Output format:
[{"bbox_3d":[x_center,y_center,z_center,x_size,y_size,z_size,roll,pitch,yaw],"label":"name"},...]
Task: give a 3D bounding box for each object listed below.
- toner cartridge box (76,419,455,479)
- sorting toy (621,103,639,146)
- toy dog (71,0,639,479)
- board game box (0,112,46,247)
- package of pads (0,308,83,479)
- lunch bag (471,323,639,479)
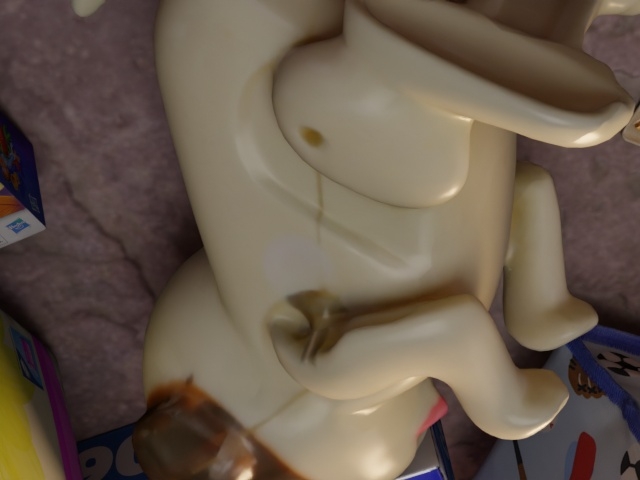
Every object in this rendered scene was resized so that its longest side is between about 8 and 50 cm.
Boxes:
[{"bbox_3d":[-0.074,0.197,1.186,0.347,0.165,0.075,-19,124,6],"label":"toner cartridge box"},{"bbox_3d":[0.271,-0.086,1.127,0.083,0.012,0.062,18,119,-17],"label":"sorting toy"},{"bbox_3d":[0.000,0.000,1.001,0.395,0.284,0.408,15,121,0],"label":"toy dog"},{"bbox_3d":[-0.390,-0.028,1.002,0.347,0.078,0.233,-22,147,9],"label":"board game box"},{"bbox_3d":[-0.234,0.173,1.031,0.101,0.297,0.229,-21,153,5],"label":"package of pads"},{"bbox_3d":[0.314,0.271,1.247,0.385,0.239,0.328,12,122,-33],"label":"lunch bag"}]
